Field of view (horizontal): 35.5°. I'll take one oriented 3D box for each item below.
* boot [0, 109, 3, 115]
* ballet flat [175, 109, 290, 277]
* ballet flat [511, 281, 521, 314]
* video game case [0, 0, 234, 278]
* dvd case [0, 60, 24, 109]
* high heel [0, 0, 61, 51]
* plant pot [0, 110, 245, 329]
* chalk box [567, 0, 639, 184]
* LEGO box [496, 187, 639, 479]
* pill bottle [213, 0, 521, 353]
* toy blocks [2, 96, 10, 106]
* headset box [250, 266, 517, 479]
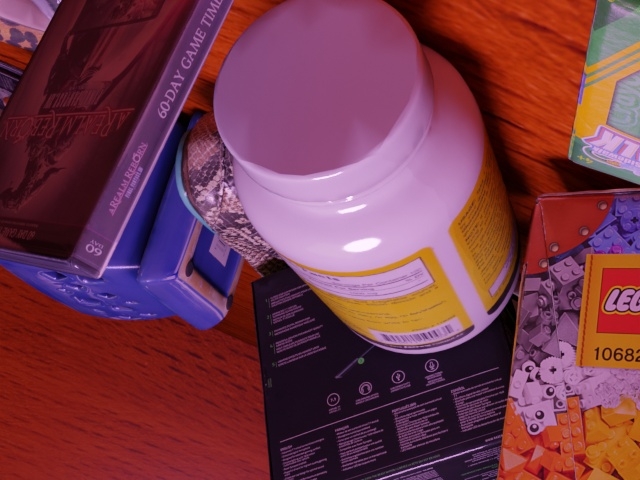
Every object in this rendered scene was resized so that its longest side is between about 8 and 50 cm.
[{"bbox_3d":[-0.372,-0.096,1.415,0.305,0.115,0.112,21,165,3],"label":"boot"},{"bbox_3d":[0.000,0.000,1.133,0.182,0.164,0.483,-1,158,15],"label":"ballet flat"},{"bbox_3d":[0.235,0.099,1.140,0.280,0.095,0.096,33,152,15],"label":"ballet flat"},{"bbox_3d":[-0.126,-0.112,0.604,0.026,0.274,0.196,34,162,-36],"label":"video game case"},{"bbox_3d":[-0.444,-0.213,1.285,0.221,0.018,0.164,24,165,-1],"label":"dvd case"},{"bbox_3d":[-0.290,-0.202,0.920,0.261,0.093,0.186,3,155,41],"label":"high heel"},{"bbox_3d":[-0.202,-0.030,1.164,0.212,0.235,0.236,11,163,18],"label":"plant pot"},{"bbox_3d":[0.199,-0.091,0.460,0.132,0.132,0.213,20,166,16],"label":"chalk box"},{"bbox_3d":[0.330,0.227,0.897,0.193,0.372,0.500,-1,156,30],"label":"LEGO box"},{"bbox_3d":[0.046,-0.042,0.783,0.188,0.187,0.334,17,164,24],"label":"pill bottle"},{"bbox_3d":[-0.240,-0.142,1.053,0.123,0.148,0.054,55,177,9],"label":"toy blocks"},{"bbox_3d":[0.074,0.125,0.985,0.246,0.283,0.131,-22,140,14],"label":"headset box"}]
